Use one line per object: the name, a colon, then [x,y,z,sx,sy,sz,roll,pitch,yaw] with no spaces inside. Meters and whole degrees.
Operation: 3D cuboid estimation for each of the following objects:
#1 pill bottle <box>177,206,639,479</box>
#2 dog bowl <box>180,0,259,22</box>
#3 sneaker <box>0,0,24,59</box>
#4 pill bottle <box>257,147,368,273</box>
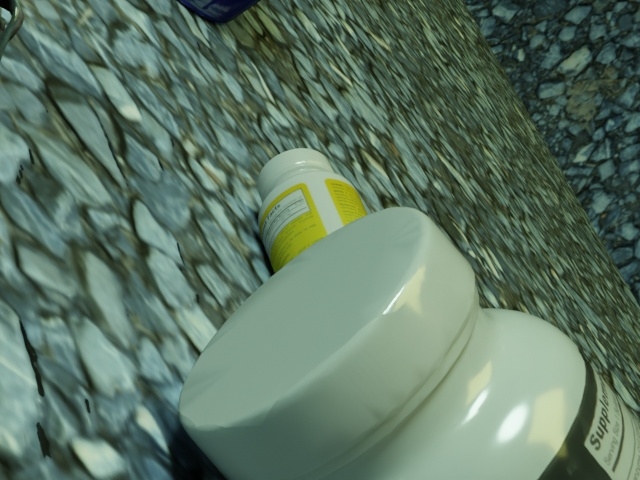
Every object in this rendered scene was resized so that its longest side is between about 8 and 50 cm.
pill bottle: [0.077,0.130,0.685,0.278,0.162,0.162,49,15,-17]
dog bowl: [-0.111,-0.297,1.206,0.265,0.104,0.265,49,15,-18]
sneaker: [-0.145,-0.062,0.516,0.121,0.112,0.299,50,14,-17]
pill bottle: [0.000,0.000,0.940,0.065,0.065,0.116,40,20,-44]
